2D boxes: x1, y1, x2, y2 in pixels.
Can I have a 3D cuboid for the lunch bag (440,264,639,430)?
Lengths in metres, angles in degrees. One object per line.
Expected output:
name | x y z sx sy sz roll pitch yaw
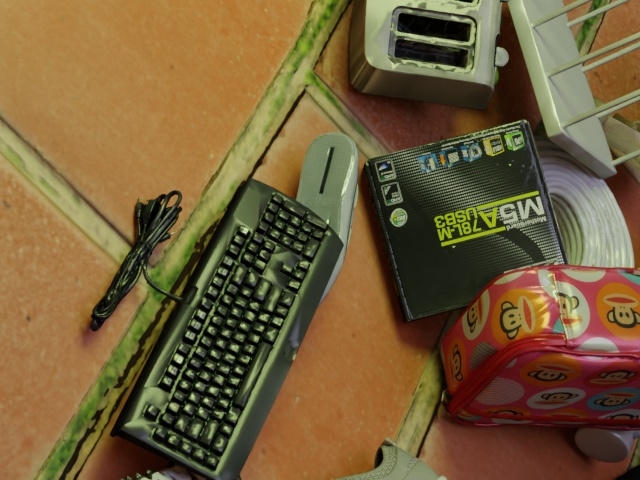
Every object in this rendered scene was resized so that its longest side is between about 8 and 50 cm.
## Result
lunch bag | 0.281 0.129 1.765 0.293 0.258 0.120 4 62 -19

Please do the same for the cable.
cable | 0.258 0.004 1.898 0.257 0.089 0.257 -17 88 -45

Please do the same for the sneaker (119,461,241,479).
sneaker | -0.147 0.255 1.438 0.234 0.078 0.106 -14 83 -47

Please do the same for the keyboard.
keyboard | -0.112 0.061 1.512 0.201 0.033 0.317 25 52 -1

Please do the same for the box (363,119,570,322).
box | 0.160 -0.021 1.771 0.190 0.045 0.184 -14 82 -4

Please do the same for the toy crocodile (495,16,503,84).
toy crocodile | 0.161 -0.347 1.918 0.115 0.105 0.341 4 73 -42

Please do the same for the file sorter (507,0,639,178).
file sorter | 0.335 -0.248 1.875 0.193 0.173 0.278 23 50 -58

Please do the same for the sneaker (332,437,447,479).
sneaker | 0.013 0.295 1.584 0.115 0.105 0.281 44 45 17

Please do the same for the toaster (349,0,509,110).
toaster | 0.115 -0.245 1.790 0.185 0.110 0.168 8 79 -6

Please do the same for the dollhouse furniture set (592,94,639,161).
dollhouse furniture set | 0.448 -0.210 2.017 0.161 0.212 0.242 27 100 -12

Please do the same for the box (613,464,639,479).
box | 0.560 0.454 1.750 0.297 0.480 0.472 -20 90 -47

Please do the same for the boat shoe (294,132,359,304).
boat shoe | 0.000 0.000 1.663 0.076 0.083 0.226 67 40 -57

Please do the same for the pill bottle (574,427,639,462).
pill bottle | 0.356 0.182 1.930 0.087 0.087 0.160 45 50 -23
